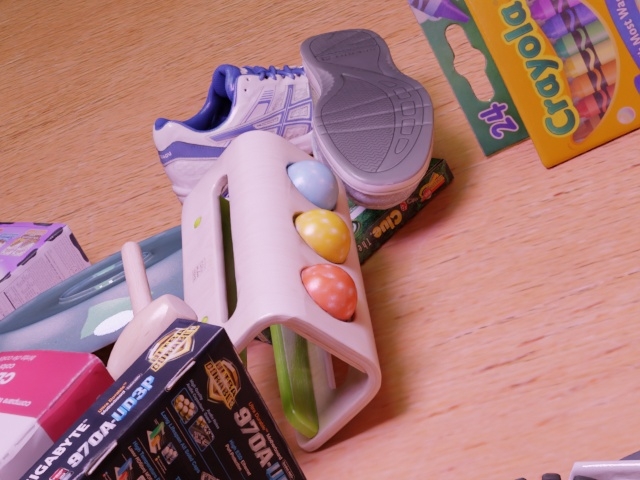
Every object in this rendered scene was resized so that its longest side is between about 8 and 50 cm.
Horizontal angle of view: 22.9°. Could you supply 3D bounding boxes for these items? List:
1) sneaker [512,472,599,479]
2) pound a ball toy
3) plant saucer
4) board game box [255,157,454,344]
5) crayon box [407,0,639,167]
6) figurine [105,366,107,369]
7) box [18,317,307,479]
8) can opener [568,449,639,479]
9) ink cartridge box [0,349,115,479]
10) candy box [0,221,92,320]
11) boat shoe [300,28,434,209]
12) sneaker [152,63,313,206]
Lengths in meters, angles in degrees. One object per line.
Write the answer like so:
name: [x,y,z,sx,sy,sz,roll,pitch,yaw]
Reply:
sneaker: [0.036,0.261,0.924,0.343,0.134,0.146,-27,35,15]
pound a ball toy: [-0.056,0.021,1.298,0.136,0.208,0.319,-46,27,22]
plant saucer: [-0.201,0.050,1.542,0.317,0.044,0.317,-25,9,4]
board game box: [0.000,0.000,1.546,0.259,0.030,0.136,-41,26,-23]
crayon box: [0.262,-0.205,1.448,0.322,0.203,0.083,-24,27,12]
figurine: [-0.238,0.219,1.345,0.214,0.092,0.209,-12,39,30]
box: [-0.090,0.192,1.072,0.051,0.220,0.175,7,44,44]
can opener: [0.277,0.148,0.946,0.280,0.074,0.093,-6,34,39]
ink cartridge box: [-0.228,0.256,1.091,0.131,0.226,0.306,1,38,45]
candy box: [-0.378,0.064,1.765,0.164,0.070,0.196,3,40,47]
boat shoe: [0.044,-0.111,1.579,0.118,0.103,0.320,-11,31,-7]
sneaker: [-0.051,-0.154,1.758,0.296,0.131,0.112,-38,25,-21]
